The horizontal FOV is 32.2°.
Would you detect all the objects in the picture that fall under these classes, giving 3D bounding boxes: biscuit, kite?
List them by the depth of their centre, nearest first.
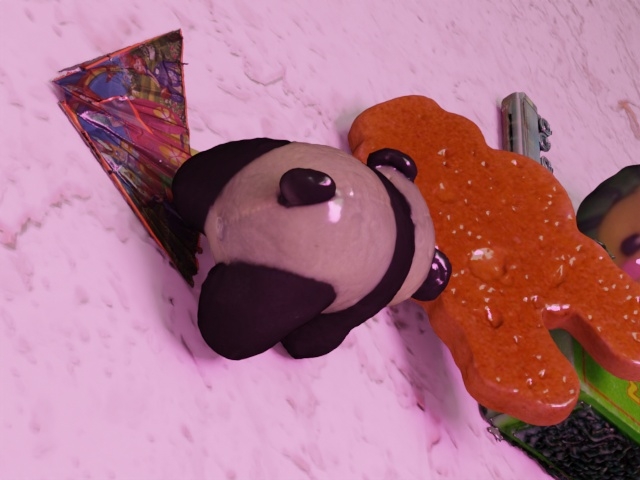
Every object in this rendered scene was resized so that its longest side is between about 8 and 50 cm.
[{"bbox_3d":[-0.116,-0.082,0.796,0.183,0.014,0.241,32,40,-39],"label":"kite"},{"bbox_3d":[0.142,0.006,0.959,0.202,0.047,0.334,-23,63,-28],"label":"biscuit"}]

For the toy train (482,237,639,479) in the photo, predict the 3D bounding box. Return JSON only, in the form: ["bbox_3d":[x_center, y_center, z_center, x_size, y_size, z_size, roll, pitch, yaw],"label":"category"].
[{"bbox_3d":[0.256,0.127,1.046,0.243,0.132,0.188,36,43,-30],"label":"toy train"}]

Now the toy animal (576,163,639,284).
[{"bbox_3d":[0.414,0.073,1.262,0.338,0.216,0.191,60,4,7],"label":"toy animal"}]

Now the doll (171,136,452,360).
[{"bbox_3d":[0.000,0.001,0.770,0.234,0.135,0.143,13,59,-62],"label":"doll"}]

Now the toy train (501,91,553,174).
[{"bbox_3d":[0.243,-0.108,1.304,0.071,0.038,0.148,37,38,-28],"label":"toy train"}]
